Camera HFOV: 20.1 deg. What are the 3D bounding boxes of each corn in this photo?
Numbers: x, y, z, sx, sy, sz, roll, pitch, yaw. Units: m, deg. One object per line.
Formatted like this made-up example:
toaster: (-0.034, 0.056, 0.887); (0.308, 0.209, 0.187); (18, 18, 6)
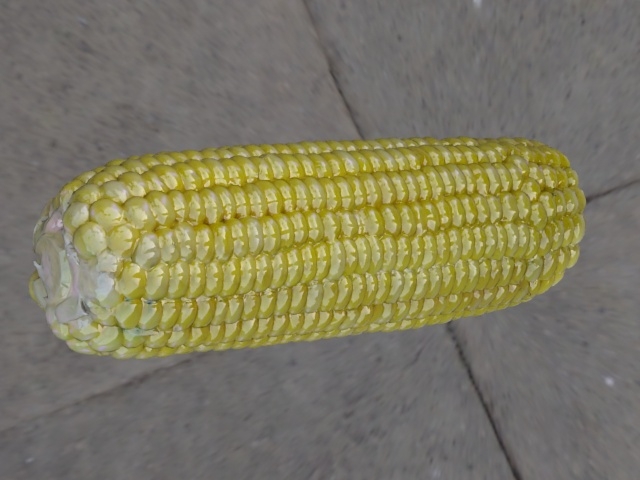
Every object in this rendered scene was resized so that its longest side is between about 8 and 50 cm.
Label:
corn: (0.000, 0.000, 0.709); (0.248, 0.081, 0.081); (-5, 87, -39)
